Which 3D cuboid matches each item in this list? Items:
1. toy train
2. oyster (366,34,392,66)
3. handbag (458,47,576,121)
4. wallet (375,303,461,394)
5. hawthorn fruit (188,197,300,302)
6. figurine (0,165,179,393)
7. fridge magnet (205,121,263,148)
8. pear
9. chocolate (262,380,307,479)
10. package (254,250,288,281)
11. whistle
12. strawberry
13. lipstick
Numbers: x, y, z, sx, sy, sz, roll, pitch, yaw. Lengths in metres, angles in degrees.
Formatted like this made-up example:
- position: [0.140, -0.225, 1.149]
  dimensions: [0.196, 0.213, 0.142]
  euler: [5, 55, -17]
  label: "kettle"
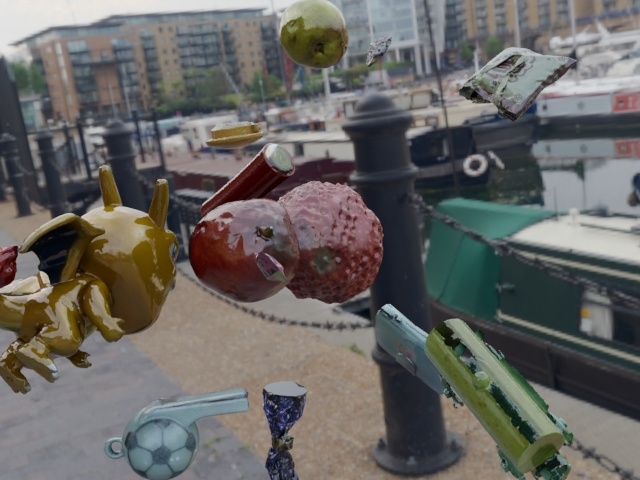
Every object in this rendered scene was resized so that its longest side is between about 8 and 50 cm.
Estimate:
- position: [0.289, 0.246, 1.162]
  dimensions: [0.126, 0.189, 0.307]
  euler: [-29, 47, -8]
  label: "toy train"
- position: [0.100, -0.342, 1.297]
  dimensions: [0.054, 0.019, 0.083]
  euler: [-20, 42, 45]
  label: "oyster"
- position: [0.509, -0.420, 1.883]
  dimensions: [0.235, 0.127, 0.213]
  euler: [-42, 46, -13]
  label: "handbag"
- position: [0.255, 0.290, 1.925]
  dimensions: [0.250, 0.176, 0.075]
  euler: [38, 66, 25]
  label: "wallet"
- position: [-0.120, 0.005, 1.240]
  dimensions: [0.190, 0.189, 0.251]
  euler: [-16, -11, -32]
  label: "hawthorn fruit"
- position: [-0.415, 0.069, 1.282]
  dimensions: [0.387, 0.268, 0.401]
  euler: [-51, -1, -42]
  label: "figurine"
- position: [-0.209, -0.254, 1.744]
  dimensions: [0.143, 0.063, 0.143]
  euler: [-8, 11, 2]
  label: "fridge magnet"
- position: [-0.016, -0.562, 1.964]
  dimensions: [0.200, 0.200, 0.200]
  euler: [-8, 12, 2]
  label: "pear"
- position: [-0.109, 0.578, 2.030]
  dimensions: [0.126, 0.343, 0.148]
  euler: [4, 0, -17]
  label: "chocolate"
- position: [-0.072, 0.039, 1.033]
  dimensions: [0.029, 0.059, 0.083]
  euler: [-43, 4, -10]
  label: "package"
- position: [-0.281, 0.391, 1.430]
  dimensions: [0.290, 0.163, 0.163]
  euler: [-6, 11, -10]
  label: "whistle"
- position: [0.009, -0.003, 1.608]
  dimensions: [0.292, 0.291, 0.310]
  euler: [-12, -13, -16]
  label: "strawberry"
- position: [-0.150, -0.104, 1.460]
  dimensions: [0.241, 0.080, 0.080]
  euler: [-37, -9, 39]
  label: "lipstick"
